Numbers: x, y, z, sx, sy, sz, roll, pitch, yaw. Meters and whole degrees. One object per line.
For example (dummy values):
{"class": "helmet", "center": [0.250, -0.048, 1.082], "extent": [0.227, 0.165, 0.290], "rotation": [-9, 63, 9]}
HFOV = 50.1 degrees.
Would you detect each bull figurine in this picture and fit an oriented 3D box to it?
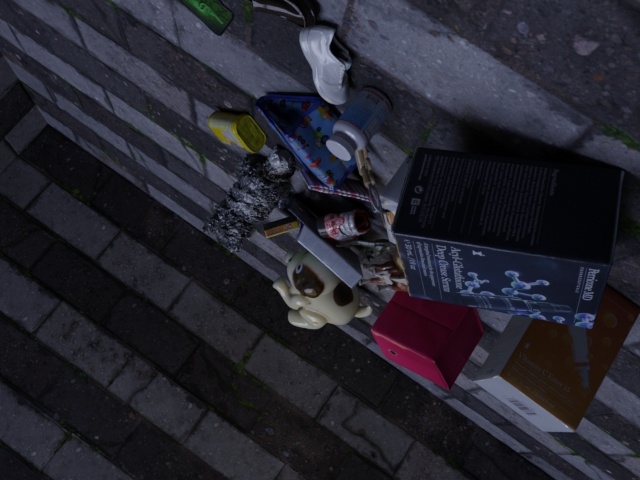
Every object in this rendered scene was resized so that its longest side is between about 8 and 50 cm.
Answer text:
{"class": "bull figurine", "center": [0.251, 0.117, 2.240], "extent": [0.189, 0.101, 0.310], "rotation": [-1, 179, -15]}

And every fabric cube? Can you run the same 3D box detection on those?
{"class": "fabric cube", "center": [0.372, 0.314, 2.352], "extent": [0.258, 0.259, 0.254], "rotation": [25, 159, 33]}

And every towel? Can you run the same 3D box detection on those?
{"class": "towel", "center": [0.044, -0.150, 1.903], "extent": [0.197, 0.029, 0.144], "rotation": [10, -161, -16]}

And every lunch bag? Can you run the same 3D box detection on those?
{"class": "lunch bag", "center": [-0.049, -0.287, 1.842], "extent": [0.221, 0.138, 0.293], "rotation": [46, 173, -35]}

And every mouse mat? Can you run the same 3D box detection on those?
{"class": "mouse mat", "center": [-0.301, -0.589, 1.677], "extent": [0.190, 0.007, 0.153], "rotation": [41, 163, -14]}

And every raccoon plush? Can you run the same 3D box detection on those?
{"class": "raccoon plush", "center": [-0.259, -0.142, 2.295], "extent": [0.216, 0.299, 0.446], "rotation": [35, 163, 7]}

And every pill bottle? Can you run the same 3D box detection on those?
{"class": "pill bottle", "center": [0.084, -0.259, 1.533], "extent": [0.087, 0.160, 0.087], "rotation": [33, 163, 12]}

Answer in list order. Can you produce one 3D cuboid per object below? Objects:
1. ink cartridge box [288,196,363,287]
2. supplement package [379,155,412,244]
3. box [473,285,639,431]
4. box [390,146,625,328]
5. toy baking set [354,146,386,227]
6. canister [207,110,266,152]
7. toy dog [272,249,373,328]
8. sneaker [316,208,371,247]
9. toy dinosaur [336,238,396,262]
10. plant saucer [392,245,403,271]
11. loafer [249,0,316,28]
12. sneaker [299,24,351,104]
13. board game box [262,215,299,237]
{"class": "ink cartridge box", "center": [0.000, 0.000, 2.323], "extent": [0.330, 0.071, 0.324], "rotation": [41, -172, -6]}
{"class": "supplement package", "center": [0.252, -0.076, 1.745], "extent": [0.139, 0.133, 0.244], "rotation": [28, 162, 24]}
{"class": "box", "center": [0.566, 0.254, 1.645], "extent": [0.215, 0.345, 0.168], "rotation": [35, 163, 2]}
{"class": "box", "center": [0.373, -0.003, 1.383], "extent": [0.396, 0.211, 0.293], "rotation": [8, 153, 20]}
{"class": "toy baking set", "center": [0.114, -0.163, 1.693], "extent": [0.196, 0.030, 0.256], "rotation": [-97, -9, -64]}
{"class": "canister", "center": [-0.267, -0.346, 2.152], "extent": [0.170, 0.073, 0.126], "rotation": [21, 157, 46]}
{"class": "toy dog", "center": [-0.004, 0.189, 2.737], "extent": [0.396, 0.284, 0.408], "rotation": [27, 159, 27]}
{"class": "sneaker", "center": [0.108, -0.035, 2.210], "extent": [0.145, 0.090, 0.270], "rotation": [-9, 166, 25]}
{"class": "toy dinosaur", "center": [0.191, 0.025, 2.181], "extent": [0.268, 0.064, 0.118], "rotation": [0, 161, 10]}
{"class": "plant saucer", "center": [0.339, 0.043, 1.733], "extent": [0.311, 0.050, 0.310], "rotation": [-2, 152, -1]}
{"class": "loafer", "center": [-0.108, -0.495, 1.417], "extent": [0.220, 0.078, 0.080], "rotation": [33, 163, 12]}
{"class": "sneaker", "center": [0.033, -0.375, 1.487], "extent": [0.094, 0.080, 0.212], "rotation": [8, 151, 31]}
{"class": "board game box", "center": [-0.149, -0.053, 2.534], "extent": [0.259, 0.124, 0.039], "rotation": [-145, 38, -83]}
